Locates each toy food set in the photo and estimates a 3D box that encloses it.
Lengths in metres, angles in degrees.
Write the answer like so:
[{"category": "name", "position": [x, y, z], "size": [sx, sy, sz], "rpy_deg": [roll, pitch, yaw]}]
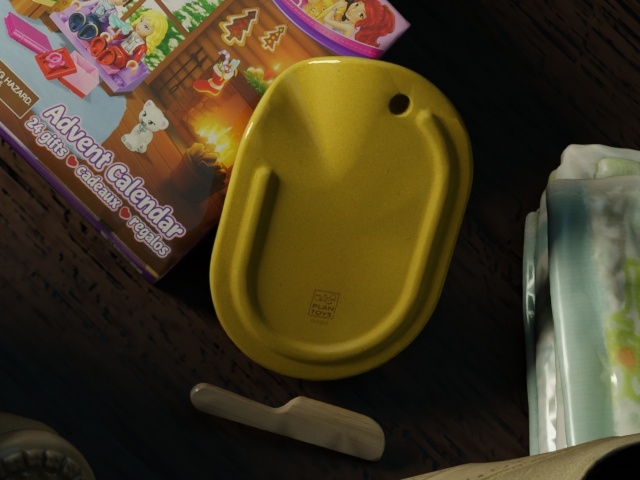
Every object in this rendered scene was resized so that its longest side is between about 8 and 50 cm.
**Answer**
[{"category": "toy food set", "position": [0.000, 0.000, 0.857], "size": [0.128, 0.071, 0.217], "rpy_deg": [11, 107, -16]}]

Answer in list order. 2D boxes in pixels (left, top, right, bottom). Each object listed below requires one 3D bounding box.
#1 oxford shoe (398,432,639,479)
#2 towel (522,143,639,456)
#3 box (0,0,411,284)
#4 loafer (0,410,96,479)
[{"category": "oxford shoe", "position": [0.078, 0.137, 0.686], "size": [0.348, 0.130, 0.123], "rpy_deg": [-15, 62, -1]}, {"category": "towel", "position": [0.277, 0.134, 0.898], "size": [0.321, 0.090, 0.374], "rpy_deg": [6, 68, -13]}, {"category": "box", "position": [-0.124, -0.148, 0.864], "size": [0.293, 0.057, 0.201], "rpy_deg": [45, 80, -5]}, {"category": "loafer", "position": [-0.230, 0.166, 0.743], "size": [0.269, 0.092, 0.102], "rpy_deg": [-28, 113, -10]}]
